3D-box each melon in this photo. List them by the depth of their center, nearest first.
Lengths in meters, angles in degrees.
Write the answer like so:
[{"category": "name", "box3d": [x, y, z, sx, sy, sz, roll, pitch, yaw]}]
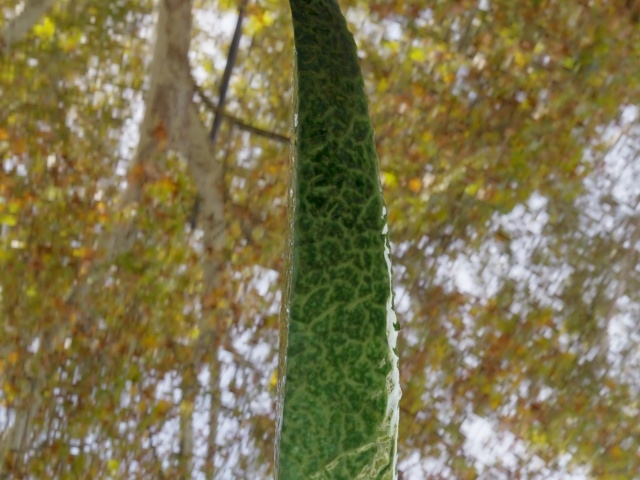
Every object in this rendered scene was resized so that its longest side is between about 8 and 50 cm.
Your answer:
[{"category": "melon", "box3d": [-0.001, -0.001, 0.539, 0.053, 0.114, 0.262, -2, -89, -6]}]
